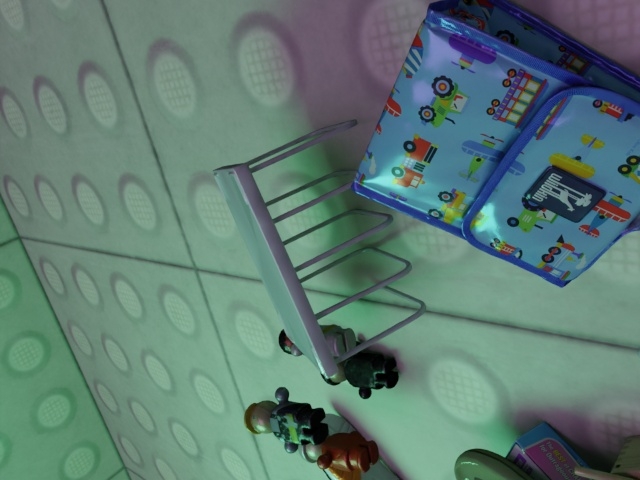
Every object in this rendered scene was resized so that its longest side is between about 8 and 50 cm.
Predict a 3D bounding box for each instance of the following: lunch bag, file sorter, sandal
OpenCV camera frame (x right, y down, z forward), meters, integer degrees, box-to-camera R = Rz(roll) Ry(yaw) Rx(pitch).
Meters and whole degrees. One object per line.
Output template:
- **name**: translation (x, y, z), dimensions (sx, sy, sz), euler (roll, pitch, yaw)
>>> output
- **lunch bag**: translation (0.214, -0.091, 0.599), dimensions (0.293, 0.138, 0.221), euler (31, 134, 10)
- **file sorter**: translation (0.000, 0.000, 0.775), dimensions (0.278, 0.173, 0.193), euler (67, 167, -12)
- **sandal**: translation (0.071, 0.449, 1.080), dimensions (0.265, 0.102, 0.076), euler (44, 135, 12)
- **sandal**: translation (0.267, 0.355, 0.701), dimensions (0.302, 0.086, 0.120), euler (1, 106, 59)

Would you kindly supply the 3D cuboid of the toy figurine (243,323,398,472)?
- **toy figurine**: translation (0.003, 0.243, 0.912), dimensions (0.148, 0.213, 0.209), euler (-5, 147, 42)

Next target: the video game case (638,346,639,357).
- **video game case**: translation (0.520, 0.148, 0.498), dimensions (0.300, 0.036, 0.329), euler (50, 138, 8)

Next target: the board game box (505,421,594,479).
- **board game box**: translation (0.353, 0.439, 0.758), dimensions (0.316, 0.064, 0.242), euler (48, 142, 36)

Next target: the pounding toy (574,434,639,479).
- **pounding toy**: translation (0.397, 0.281, 0.652), dimensions (0.141, 0.100, 0.130), euler (56, 140, 2)
